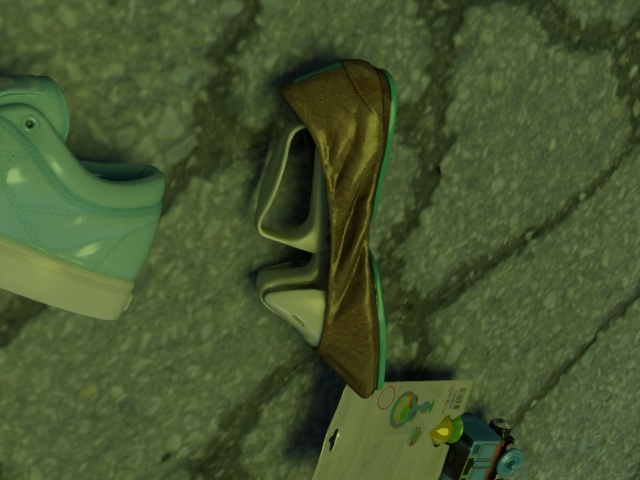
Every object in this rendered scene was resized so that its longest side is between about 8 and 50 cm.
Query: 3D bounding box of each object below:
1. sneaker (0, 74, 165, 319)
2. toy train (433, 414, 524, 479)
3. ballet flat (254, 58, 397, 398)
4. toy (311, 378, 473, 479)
[{"bbox_3d":[-0.256,-0.063,0.631,0.366,0.135,0.150,27,86,-52],"label":"sneaker"},{"bbox_3d":[0.185,0.309,1.193,0.105,0.080,0.184,8,109,-31],"label":"toy train"},{"bbox_3d":[0.000,0.000,0.877,0.124,0.116,0.342,-6,117,-14],"label":"ballet flat"},{"bbox_3d":[0.073,0.214,1.068,0.237,0.056,0.136,10,103,-44],"label":"toy"}]
